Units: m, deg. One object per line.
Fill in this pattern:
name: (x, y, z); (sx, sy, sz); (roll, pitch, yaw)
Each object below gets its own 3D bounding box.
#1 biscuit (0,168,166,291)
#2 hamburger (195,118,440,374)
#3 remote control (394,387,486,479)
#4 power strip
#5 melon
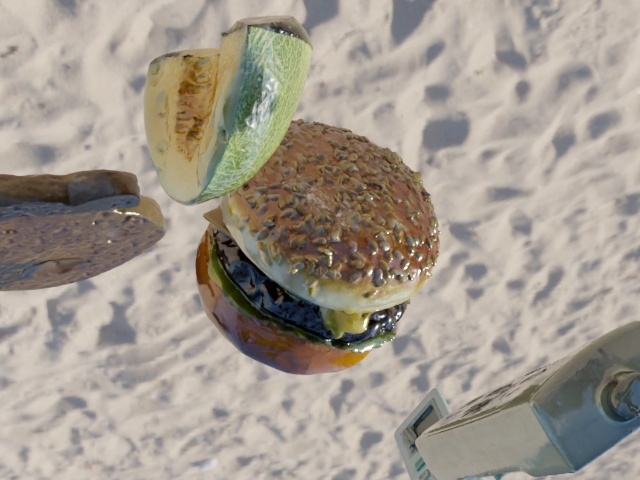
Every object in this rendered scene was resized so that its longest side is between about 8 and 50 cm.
biscuit: (-0.363, -0.018, 1.117); (0.314, 0.063, 0.367); (-29, 161, 27)
hamburger: (0.000, 0.000, 1.008); (0.291, 0.291, 0.225); (3, 137, -30)
remote control: (0.176, 0.323, 1.178); (0.051, 0.293, 0.103); (31, 107, -26)
power strip: (0.124, 0.113, 0.543); (0.080, 0.048, 0.286); (-28, 168, -16)
melon: (-0.059, -0.081, 0.578); (0.079, 0.128, 0.160); (12, 177, -33)
